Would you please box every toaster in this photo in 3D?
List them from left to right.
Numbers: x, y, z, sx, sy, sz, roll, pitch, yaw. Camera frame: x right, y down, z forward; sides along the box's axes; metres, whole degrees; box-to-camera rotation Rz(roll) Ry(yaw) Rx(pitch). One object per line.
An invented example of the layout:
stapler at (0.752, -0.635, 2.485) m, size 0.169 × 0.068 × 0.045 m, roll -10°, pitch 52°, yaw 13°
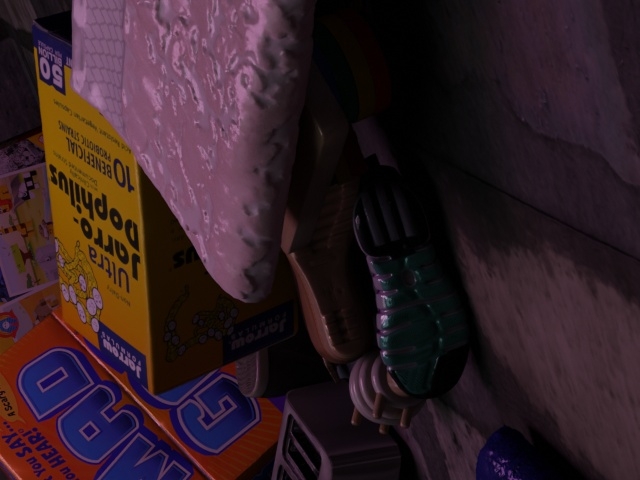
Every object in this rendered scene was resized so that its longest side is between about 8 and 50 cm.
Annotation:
toaster at (0.020, 0.285, 1.853) m, size 0.186 × 0.110 × 0.168 m, roll 49°, pitch 137°, yaw 49°

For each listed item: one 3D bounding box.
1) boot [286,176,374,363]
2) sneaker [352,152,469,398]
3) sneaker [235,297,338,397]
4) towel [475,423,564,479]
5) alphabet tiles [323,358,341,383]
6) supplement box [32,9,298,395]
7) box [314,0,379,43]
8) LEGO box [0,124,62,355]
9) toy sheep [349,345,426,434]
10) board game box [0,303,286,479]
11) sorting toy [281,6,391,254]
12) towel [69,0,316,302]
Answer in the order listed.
boot at (0.000, 0.000, 1.576) m, size 0.207 × 0.090 × 0.249 m, roll -130°, pitch 30°, yaw -85°
sneaker at (0.082, 0.032, 1.389) m, size 0.098 × 0.083 × 0.224 m, roll -96°, pitch -6°, yaw -63°
sneaker at (-0.044, 0.084, 1.908) m, size 0.083 × 0.118 × 0.222 m, roll -8°, pitch 80°, yaw 59°
towel at (0.236, 0.315, 1.284) m, size 0.308 × 0.076 × 0.228 m, roll -133°, pitch 30°, yaw -54°
alphabet tiles at (-0.026, 0.046, 1.762) m, size 0.198 × 0.009 × 0.237 m, roll 68°, pitch -179°, yaw -74°
supplement box at (-0.155, -0.057, 1.597) m, size 0.194 × 0.195 × 0.357 m, roll 32°, pitch 133°, yaw 43°
box at (0.007, -0.199, 1.315) m, size 0.137 × 0.027 × 0.094 m, roll 49°, pitch 158°, yaw 48°
LEGO box at (-0.431, 0.049, 2.674) m, size 0.500 × 0.372 × 0.193 m, roll 68°, pitch 166°, yaw -13°
toy sheep at (0.069, 0.149, 1.572) m, size 0.091 × 0.091 × 0.132 m, roll 65°, pitch 154°, yaw 0°
board game box at (-0.231, 0.287, 2.162) m, size 0.356 × 0.356 × 0.356 m, roll 42°, pitch 163°, yaw 22°
sorting toy at (-0.034, -0.155, 1.291) m, size 0.255 × 0.089 × 0.257 m, roll 62°, pitch 163°, yaw 15°
towel at (-0.114, -0.162, 1.219) m, size 0.317 × 0.053 × 0.332 m, roll 49°, pitch 146°, yaw 33°
